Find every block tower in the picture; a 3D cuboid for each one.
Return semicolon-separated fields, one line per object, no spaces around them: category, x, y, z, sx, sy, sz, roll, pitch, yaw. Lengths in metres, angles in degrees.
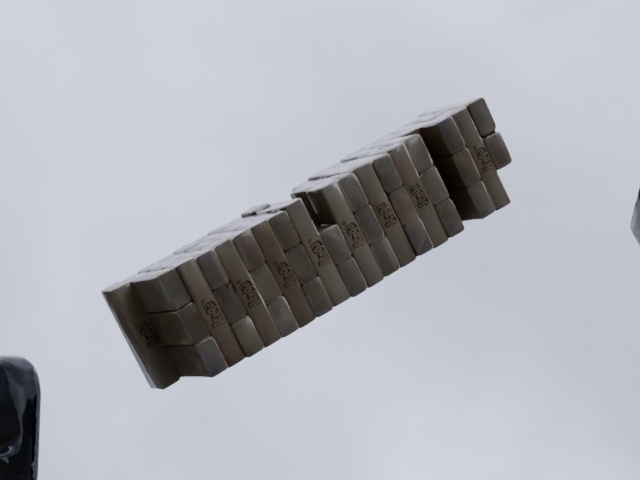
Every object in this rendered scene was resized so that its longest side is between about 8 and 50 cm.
block tower;0.000;0.000;1.498;0.091;0.335;0.097;64;-24;-8

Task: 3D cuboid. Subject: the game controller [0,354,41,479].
game controller;-0.357;0.204;1.581;0.319;0.166;0.067;-23;-46;28

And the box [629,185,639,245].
box;0.315;-0.073;1.180;0.233;0.059;0.183;-24;-24;-10
